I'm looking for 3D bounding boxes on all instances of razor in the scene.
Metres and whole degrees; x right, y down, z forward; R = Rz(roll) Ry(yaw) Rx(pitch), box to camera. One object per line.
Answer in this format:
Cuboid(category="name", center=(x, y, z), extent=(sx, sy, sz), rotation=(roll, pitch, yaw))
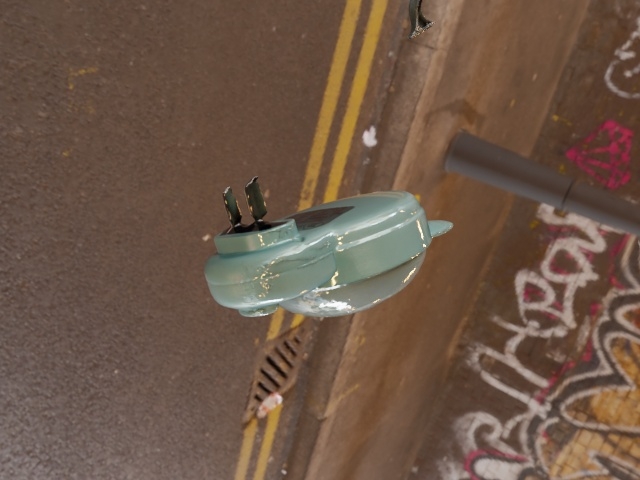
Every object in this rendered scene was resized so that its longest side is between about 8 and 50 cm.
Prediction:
Cuboid(category="razor", center=(0.146, -0.371, 0.881), extent=(0.066, 0.033, 0.190), rotation=(-40, 152, -38))

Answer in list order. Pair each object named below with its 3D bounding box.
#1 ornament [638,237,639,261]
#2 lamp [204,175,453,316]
Cuboid(category="ornament", center=(0.768, 0.025, 1.205), extent=(0.337, 0.337, 0.337), rotation=(-43, 148, -36))
Cuboid(category="lamp", center=(0.002, 0.012, 0.730), extent=(0.284, 0.210, 0.147), rotation=(1, 83, -45))
